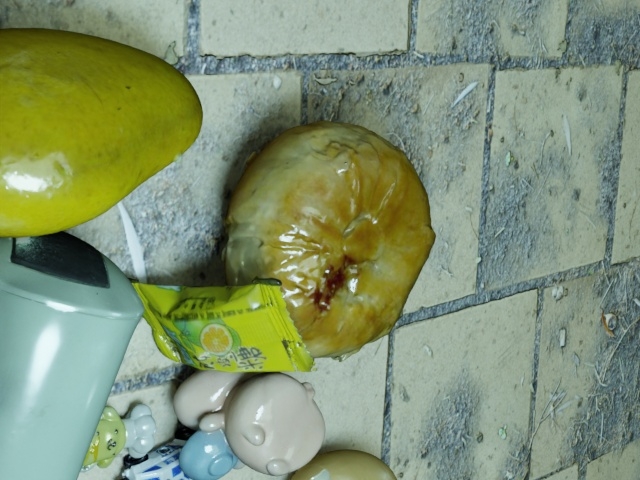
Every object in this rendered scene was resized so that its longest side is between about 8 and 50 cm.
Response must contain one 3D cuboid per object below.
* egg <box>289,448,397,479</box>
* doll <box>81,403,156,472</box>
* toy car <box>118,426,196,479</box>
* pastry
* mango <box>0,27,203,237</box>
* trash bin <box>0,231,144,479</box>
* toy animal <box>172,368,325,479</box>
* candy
[{"bbox_3d":[0.049,0.485,1.949,0.244,0.201,0.201,-10,108,-54],"label":"egg"},{"bbox_3d":[-0.326,0.305,1.642,0.162,0.062,0.106,-4,109,-44],"label":"doll"},{"bbox_3d":[-0.255,0.376,1.721,0.170,0.070,0.080,-22,115,-39],"label":"toy car"},{"bbox_3d":[0.000,0.000,1.735,0.409,0.245,0.409,-12,109,-39],"label":"pastry"},{"bbox_3d":[-0.335,-0.149,1.349,0.445,0.301,0.220,-17,140,-39],"label":"mango"},{"bbox_3d":[-0.412,0.191,1.387,0.280,0.280,0.432,16,93,-44],"label":"trash bin"},{"bbox_3d":[-0.112,0.273,1.699,0.210,0.221,0.229,57,30,-30],"label":"toy animal"},{"bbox_3d":[-0.160,0.128,1.595,0.081,0.297,0.187,-55,134,-42],"label":"candy"}]
